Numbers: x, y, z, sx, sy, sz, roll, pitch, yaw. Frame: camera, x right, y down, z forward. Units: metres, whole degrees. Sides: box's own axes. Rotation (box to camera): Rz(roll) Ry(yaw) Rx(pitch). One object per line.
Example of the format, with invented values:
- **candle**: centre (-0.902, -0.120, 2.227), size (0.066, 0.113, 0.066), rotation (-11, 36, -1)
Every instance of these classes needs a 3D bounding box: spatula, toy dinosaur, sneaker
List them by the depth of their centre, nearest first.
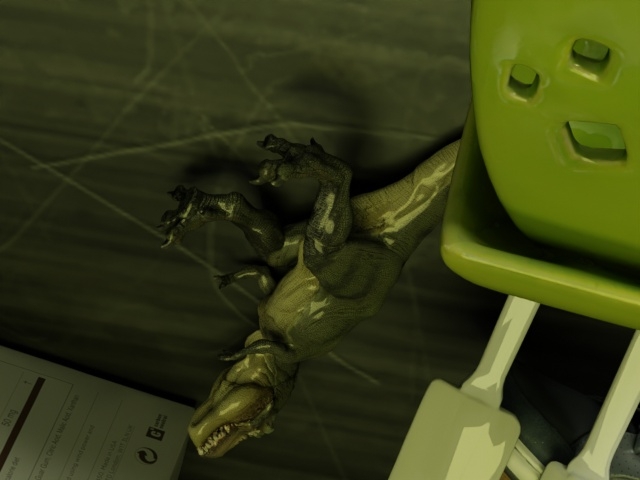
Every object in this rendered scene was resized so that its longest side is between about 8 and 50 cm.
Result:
- **spatula**: centre (0.141, 0.065, 0.848), size (0.168, 0.019, 0.242), rotation (26, 104, 11)
- **sneaker**: centre (0.192, 0.086, 0.892), size (0.226, 0.086, 0.163), rotation (35, 111, -5)
- **toy dinosaur**: centre (0.000, 0.000, 0.899), size (0.118, 0.064, 0.268), rotation (30, 126, -27)

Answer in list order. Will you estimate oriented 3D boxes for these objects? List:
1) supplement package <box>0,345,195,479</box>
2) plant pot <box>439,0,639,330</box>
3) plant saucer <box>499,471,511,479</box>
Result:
- **supplement package**: centre (-0.239, 0.157, 1.003), size (0.292, 0.175, 0.178), rotation (17, 130, 1)
- **plant pot**: centre (0.164, -0.083, 0.695), size (0.228, 0.227, 0.207), rotation (15, 134, 3)
- **plant saucer**: centre (0.120, 0.104, 0.973), size (0.083, 0.015, 0.083), rotation (7, 127, 9)
